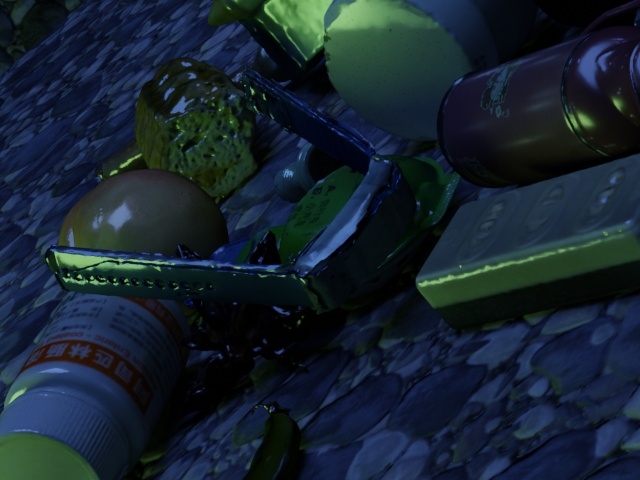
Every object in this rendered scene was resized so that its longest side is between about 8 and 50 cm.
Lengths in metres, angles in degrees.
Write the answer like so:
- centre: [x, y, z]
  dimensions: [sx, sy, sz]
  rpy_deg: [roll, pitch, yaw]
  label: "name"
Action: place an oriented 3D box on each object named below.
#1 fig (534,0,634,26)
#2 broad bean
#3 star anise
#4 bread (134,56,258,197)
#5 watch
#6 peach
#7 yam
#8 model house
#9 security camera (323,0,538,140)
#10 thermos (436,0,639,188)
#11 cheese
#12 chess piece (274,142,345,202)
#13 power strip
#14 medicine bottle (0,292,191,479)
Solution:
- centre: [0.250, -0.341, 1.922]
  dimensions: [0.204, 0.249, 0.186]
  rpy_deg: [-43, -6, 8]
  label: "fig"
- centre: [-0.061, 0.208, 1.592]
  dimensions: [0.069, 0.039, 0.227]
  rpy_deg: [-17, 27, 33]
  label: "broad bean"
- centre: [-0.076, 0.065, 1.803]
  dimensions: [0.212, 0.157, 0.053]
  rpy_deg: [-26, -18, 36]
  label: "star anise"
- centre: [-0.157, -0.141, 2.395]
  dimensions: [0.152, 0.130, 0.268]
  rpy_deg: [-47, 19, 4]
  label: "bread"
- centre: [-0.077, -0.014, 1.764]
  dimensions: [0.276, 0.068, 0.274]
  rpy_deg: [-45, 49, -14]
  label: "watch"
- centre: [-0.182, 0.009, 2.048]
  dimensions: [0.184, 0.184, 0.184]
  rpy_deg: [-34, 20, 14]
  label: "peach"
- centre: [-0.190, -0.147, 2.587]
  dimensions: [0.264, 0.046, 0.046]
  rpy_deg: [-33, 21, 20]
  label: "yam"
- centre: [-0.021, -0.311, 2.394]
  dimensions: [0.325, 0.194, 0.267]
  rpy_deg: [-42, 3, 39]
  label: "model house"
- centre: [0.129, -0.239, 2.015]
  dimensions: [0.194, 0.194, 0.236]
  rpy_deg: [-17, 27, 47]
  label: "security camera"
- centre: [0.226, -0.120, 1.630]
  dimensions: [0.136, 0.109, 0.330]
  rpy_deg: [-32, 8, -21]
  label: "thermos"
- centre: [0.000, 0.000, 1.869]
  dimensions: [0.320, 0.083, 0.204]
  rpy_deg: [-20, 29, 38]
  label: "cheese"
- centre: [-0.010, -0.068, 2.077]
  dimensions: [0.067, 0.067, 0.103]
  rpy_deg: [-49, 12, -25]
  label: "chess piece"
- centre: [0.187, 0.001, 1.558]
  dimensions: [0.256, 0.070, 0.105]
  rpy_deg: [-18, 28, 48]
  label: "power strip"
- centre: [-0.220, 0.152, 1.847]
  dimensions: [0.144, 0.144, 0.252]
  rpy_deg: [-26, 25, 32]
  label: "medicine bottle"
